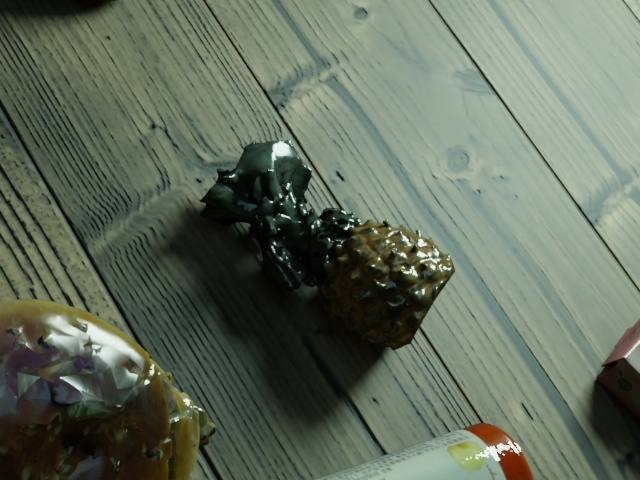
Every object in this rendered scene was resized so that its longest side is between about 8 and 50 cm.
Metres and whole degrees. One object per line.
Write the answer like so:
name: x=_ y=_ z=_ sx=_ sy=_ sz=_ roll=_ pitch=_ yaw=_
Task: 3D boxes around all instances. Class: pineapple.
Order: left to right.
pineapple: x=0.000 y=0.000 z=1.117 sx=0.237 sy=0.111 sz=0.119 roll=32 pitch=25 yaw=5

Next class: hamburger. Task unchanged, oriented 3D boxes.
hamburger: x=-0.219 y=0.163 z=0.897 sx=0.286 sy=0.146 sz=0.243 roll=1 pitch=80 yaw=-38

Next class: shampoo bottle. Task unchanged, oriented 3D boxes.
shampoo bottle: x=0.036 y=0.234 z=0.991 sx=0.278 sy=0.104 sz=0.104 roll=-14 pitch=67 yaw=-26

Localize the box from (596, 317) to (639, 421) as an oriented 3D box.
box: x=0.356 y=0.143 z=1.192 sx=0.156 sy=0.060 sz=0.111 roll=43 pitch=58 yaw=8
